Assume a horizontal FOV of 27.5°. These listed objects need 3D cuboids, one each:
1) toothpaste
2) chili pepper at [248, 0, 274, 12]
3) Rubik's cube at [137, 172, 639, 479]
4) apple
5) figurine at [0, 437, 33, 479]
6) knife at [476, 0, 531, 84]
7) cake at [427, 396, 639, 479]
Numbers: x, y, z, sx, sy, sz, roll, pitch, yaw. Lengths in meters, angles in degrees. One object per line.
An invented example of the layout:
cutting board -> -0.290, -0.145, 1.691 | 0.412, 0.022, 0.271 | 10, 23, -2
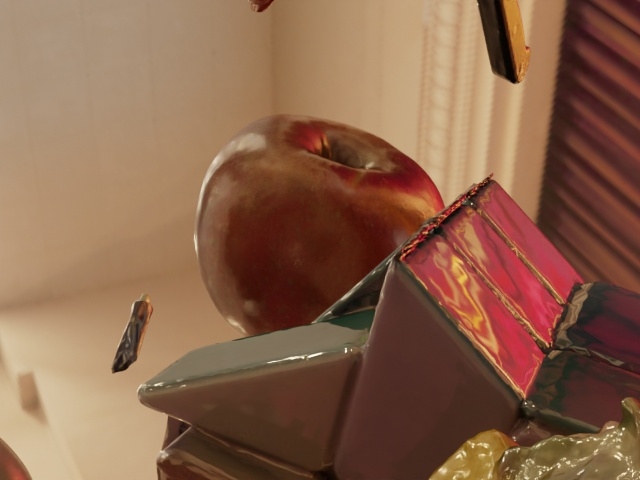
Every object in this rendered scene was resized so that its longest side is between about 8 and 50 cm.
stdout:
toothpaste -> -0.160, 0.079, 1.121 | 0.027, 0.083, 0.019 | -20, -53, 27
chili pepper -> -0.017, -0.296, 1.265 | 0.063, 0.071, 0.272 | -13, -10, -33
Rubik's cube -> 0.081, 0.158, 0.877 | 0.387, 0.358, 0.368 | -31, -41, -66
apple -> 0.000, 0.000, 1.715 | 0.348, 0.348, 0.277 | 5, -60, -31
figurine -> -0.529, 0.350, 1.547 | 0.382, 0.224, 0.205 | -29, -67, -14
knife -> 0.101, -0.187, 0.735 | 0.072, 0.019, 0.245 | -58, -29, -24
cake -> 0.122, 0.224, 0.547 | 0.227, 0.222, 0.286 | 38, -86, -23
